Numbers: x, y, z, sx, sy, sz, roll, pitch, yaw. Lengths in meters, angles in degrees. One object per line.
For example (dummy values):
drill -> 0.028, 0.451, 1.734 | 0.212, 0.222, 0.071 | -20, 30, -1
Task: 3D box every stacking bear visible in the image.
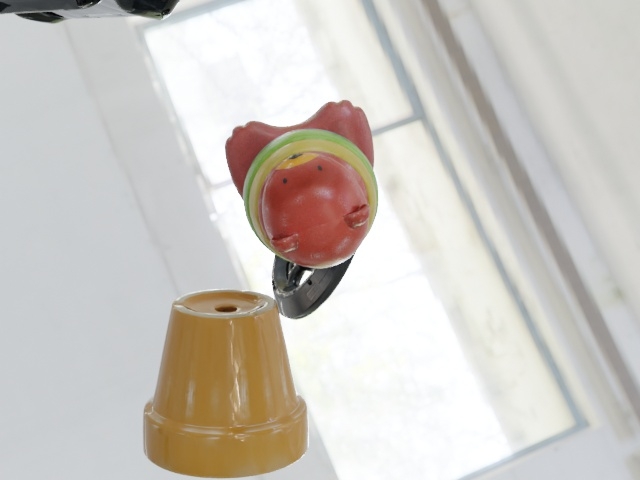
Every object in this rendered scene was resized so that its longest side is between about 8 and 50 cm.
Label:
stacking bear -> -0.010, -0.047, 1.535 | 0.289, 0.175, 0.164 | -104, 180, -78

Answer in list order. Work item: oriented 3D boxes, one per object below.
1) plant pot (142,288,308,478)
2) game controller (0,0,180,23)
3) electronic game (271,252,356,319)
plant pot -> -0.117, 0.165, 1.716 | 0.205, 0.205, 0.187 | -148, -125, -65
game controller -> -0.308, -0.300, 1.680 | 0.319, 0.166, 0.067 | 10, -83, 50
electronic game -> 0.000, 0.000, 1.897 | 0.229, 0.048, 0.229 | -50, -155, 35
